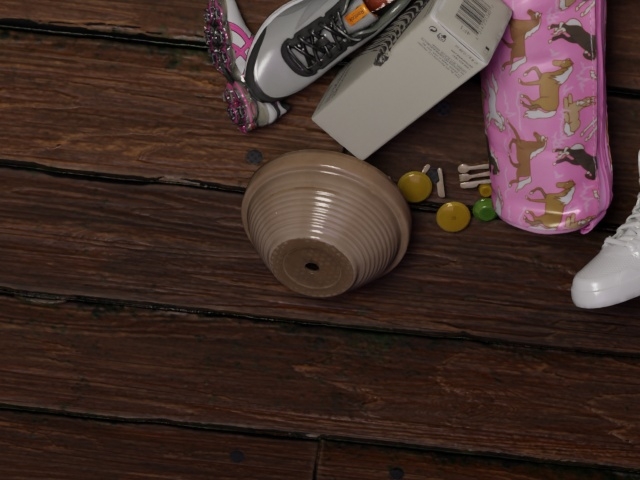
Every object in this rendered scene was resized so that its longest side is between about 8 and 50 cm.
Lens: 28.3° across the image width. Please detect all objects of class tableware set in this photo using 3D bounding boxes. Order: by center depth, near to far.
[{"bbox_3d":[0.170,-0.059,1.773,0.154,0.024,0.104,-8,117,5],"label":"tableware set"}]

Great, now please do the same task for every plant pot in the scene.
[{"bbox_3d":[0.000,0.000,1.714,0.237,0.109,0.237,9,138,8],"label":"plant pot"}]

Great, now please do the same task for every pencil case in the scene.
[{"bbox_3d":[0.291,-0.201,1.626,0.160,0.167,0.386,-11,116,-10],"label":"pencil case"}]

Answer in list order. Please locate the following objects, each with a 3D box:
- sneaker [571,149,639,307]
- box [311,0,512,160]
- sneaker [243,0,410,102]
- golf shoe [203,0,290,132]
[{"bbox_3d":[0.428,-0.037,1.682,0.293,0.108,0.169,-29,111,-25],"label":"sneaker"},{"bbox_3d":[0.109,-0.216,1.586,0.094,0.113,0.275,38,142,-13],"label":"box"},{"bbox_3d":[0.011,-0.274,1.613,0.271,0.108,0.100,-39,111,8],"label":"sneaker"},{"bbox_3d":[-0.099,-0.242,1.686,0.086,0.067,0.186,-24,108,-25],"label":"golf shoe"}]
